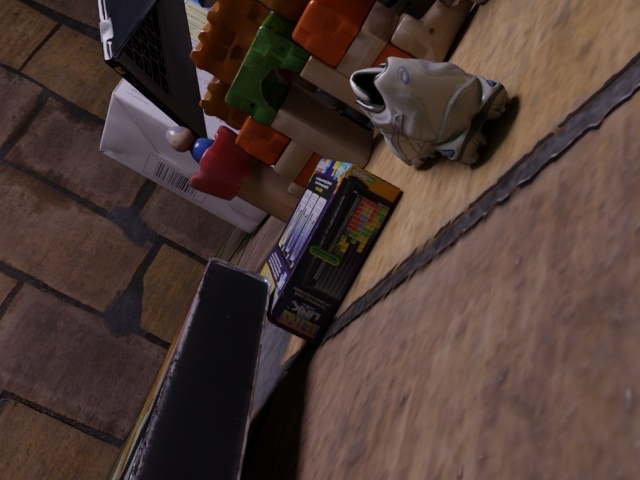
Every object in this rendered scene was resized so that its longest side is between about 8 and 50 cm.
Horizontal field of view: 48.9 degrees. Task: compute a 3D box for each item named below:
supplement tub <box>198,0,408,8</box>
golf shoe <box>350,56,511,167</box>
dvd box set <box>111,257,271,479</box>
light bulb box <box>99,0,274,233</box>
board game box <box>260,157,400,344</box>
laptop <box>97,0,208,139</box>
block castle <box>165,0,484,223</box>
[{"bbox_3d":[-0.024,-0.443,1.010,0.228,0.317,0.228,172,90,-75],"label":"supplement tub"},{"bbox_3d":[0.060,-0.096,0.480,0.069,0.086,0.176,-64,8,0],"label":"golf shoe"},{"bbox_3d":[-0.155,0.256,0.533,0.307,0.062,0.420,-86,21,-62],"label":"dvd box set"},{"bbox_3d":[-0.190,-0.275,1.422,0.225,0.358,0.360,-41,22,58],"label":"light bulb box"},{"bbox_3d":[0.000,0.000,0.623,0.141,0.048,0.170,-63,10,4],"label":"board game box"},{"bbox_3d":[-0.167,-0.397,0.906,0.408,0.237,0.381,44,-148,-67],"label":"laptop"},{"bbox_3d":[0.006,-0.247,0.788,0.453,0.213,0.302,-50,15,47],"label":"block castle"}]
